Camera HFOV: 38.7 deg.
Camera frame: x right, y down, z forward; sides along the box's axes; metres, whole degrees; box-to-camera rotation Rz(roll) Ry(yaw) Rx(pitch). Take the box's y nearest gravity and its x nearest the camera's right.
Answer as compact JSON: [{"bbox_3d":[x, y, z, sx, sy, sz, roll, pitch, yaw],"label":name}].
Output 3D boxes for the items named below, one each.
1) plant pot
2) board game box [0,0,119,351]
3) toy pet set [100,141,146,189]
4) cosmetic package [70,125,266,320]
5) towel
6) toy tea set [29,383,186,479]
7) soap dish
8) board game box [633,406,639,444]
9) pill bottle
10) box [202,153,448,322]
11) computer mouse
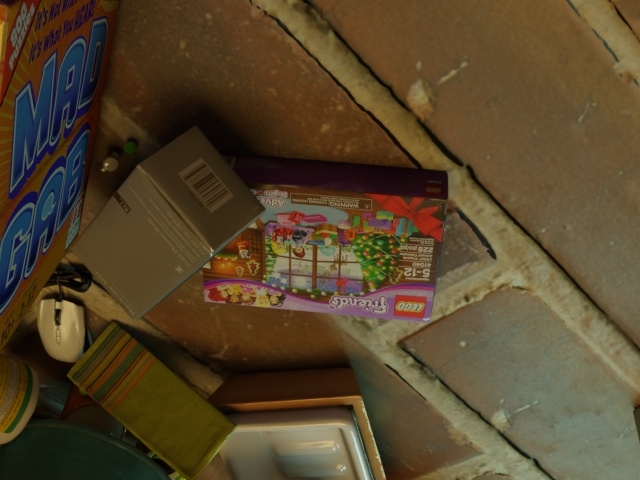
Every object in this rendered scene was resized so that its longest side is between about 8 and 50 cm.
[{"bbox_3d":[-0.364,0.427,1.237,0.272,0.255,0.271,9,134,10],"label":"plant pot"},{"bbox_3d":[-0.413,-0.123,0.821,0.357,0.356,0.356,15,116,-5],"label":"board game box"},{"bbox_3d":[-0.284,-0.097,1.085,0.114,0.065,0.122,-46,120,-2],"label":"toy pet set"},{"bbox_3d":[-0.179,-0.012,1.039,0.127,0.107,0.238,49,139,-2],"label":"cosmetic package"},{"bbox_3d":[-0.234,0.219,1.251,0.237,0.102,0.021,36,176,16],"label":"towel"},{"bbox_3d":[-0.309,0.349,1.378,0.200,0.124,0.336,-41,118,10],"label":"toy tea set"},{"bbox_3d":[-0.022,0.310,1.342,0.229,0.118,0.291,-6,129,13],"label":"soap dish"},{"bbox_3d":[0.621,0.278,1.242,0.303,0.097,0.224,31,127,-17],"label":"board game box"},{"bbox_3d":[-0.492,0.187,1.211,0.118,0.117,0.208,-29,137,28],"label":"pill bottle"},{"bbox_3d":[0.000,0.000,1.114,0.293,0.057,0.201,5,131,4],"label":"box"},{"bbox_3d":[-0.360,0.113,1.270,0.106,0.042,0.193,4,131,3],"label":"computer mouse"}]
